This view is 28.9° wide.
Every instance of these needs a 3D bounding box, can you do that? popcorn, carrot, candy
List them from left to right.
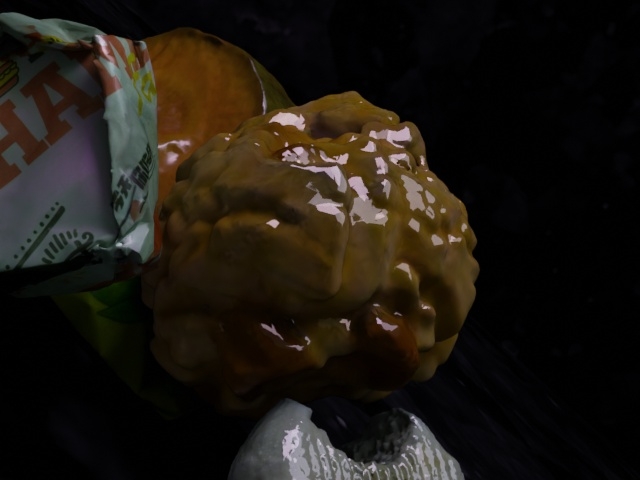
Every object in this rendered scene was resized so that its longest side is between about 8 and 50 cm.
[{"bbox_3d":[-0.174,0.038,1.036,0.246,0.069,0.149,59,16,0],"label":"candy"},{"bbox_3d":[-0.128,-0.076,1.237,0.341,0.241,0.241,35,13,-52],"label":"carrot"},{"bbox_3d":[0.000,0.000,1.004,0.265,0.225,0.332,19,42,-5],"label":"popcorn"}]

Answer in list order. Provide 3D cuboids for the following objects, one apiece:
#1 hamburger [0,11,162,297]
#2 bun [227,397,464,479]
[{"bbox_3d":[-0.226,-0.057,0.911,0.125,0.235,0.214,37,41,-66],"label":"hamburger"},{"bbox_3d":[0.013,0.211,0.919,0.212,0.126,0.203,35,38,-21],"label":"bun"}]
